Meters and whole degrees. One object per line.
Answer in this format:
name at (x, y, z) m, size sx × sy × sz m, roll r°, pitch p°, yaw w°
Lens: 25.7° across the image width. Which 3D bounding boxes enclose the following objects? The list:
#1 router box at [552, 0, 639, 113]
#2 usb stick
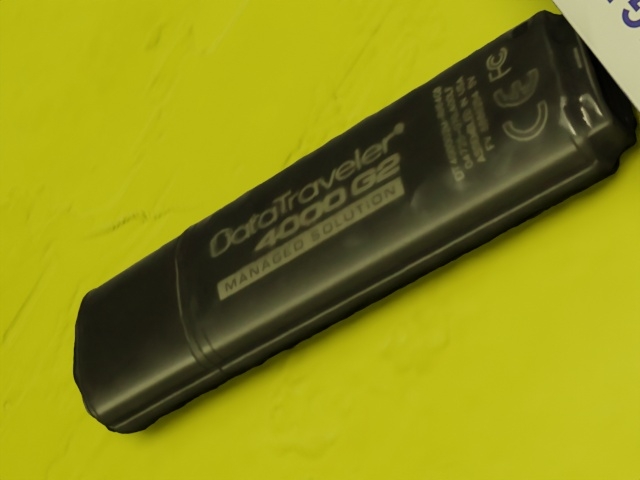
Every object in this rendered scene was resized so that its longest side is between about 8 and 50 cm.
router box at (0.167, -0.225, 0.484) m, size 0.301 × 0.082 × 0.335 m, roll -44°, pitch 52°, yaw 21°
usb stick at (0.000, 0.000, 0.577) m, size 0.278 × 0.045 × 0.077 m, roll -31°, pitch 51°, yaw 30°
